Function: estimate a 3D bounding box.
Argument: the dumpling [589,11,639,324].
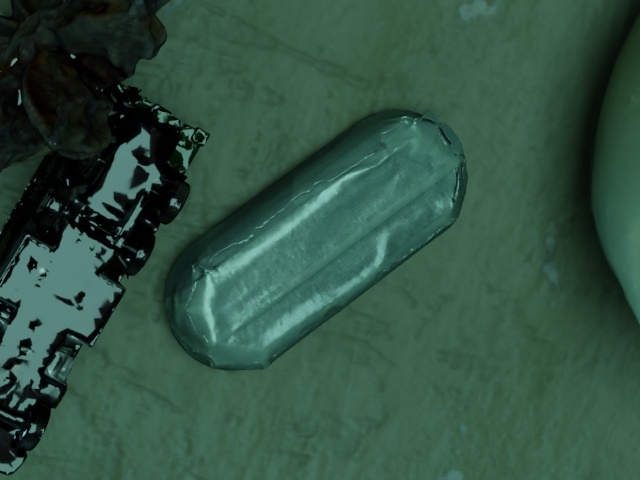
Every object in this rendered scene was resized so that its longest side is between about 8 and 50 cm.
[{"bbox_3d":[0.341,-0.070,1.150,0.316,0.233,0.395,8,81,-48],"label":"dumpling"}]

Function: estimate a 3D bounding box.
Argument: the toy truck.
[{"bbox_3d":[-0.174,0.020,1.031,0.088,0.121,0.259,31,88,-18],"label":"toy truck"}]

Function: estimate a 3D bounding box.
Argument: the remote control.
[{"bbox_3d":[0.000,0.000,1.114,0.247,0.052,0.104,-38,107,-10],"label":"remote control"}]

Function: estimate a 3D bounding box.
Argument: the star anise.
[{"bbox_3d":[-0.179,-0.109,0.980,0.262,0.230,0.081,-36,131,13],"label":"star anise"}]
